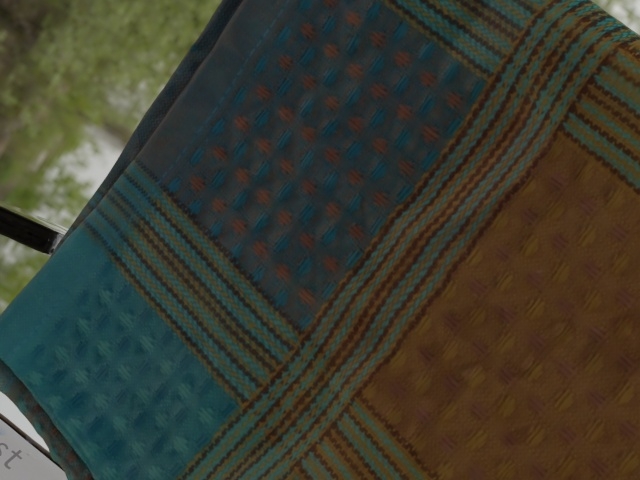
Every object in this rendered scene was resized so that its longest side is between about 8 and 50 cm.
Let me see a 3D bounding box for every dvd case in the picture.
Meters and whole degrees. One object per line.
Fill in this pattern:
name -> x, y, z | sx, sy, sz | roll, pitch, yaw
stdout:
dvd case -> -0.231, -0.005, 1.257 | 0.022, 0.180, 0.253 | -66, 158, -3

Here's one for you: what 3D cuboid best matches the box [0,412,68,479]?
box -> -0.214, 0.288, 1.159 | 0.127, 0.262, 0.231 | -43, 165, -37

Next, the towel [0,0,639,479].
towel -> 0.037, 0.044, 0.520 | 0.271, 0.040, 0.370 | -53, -129, 9
